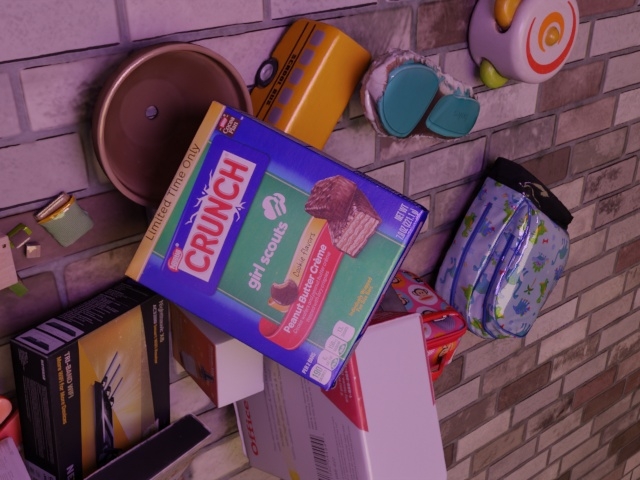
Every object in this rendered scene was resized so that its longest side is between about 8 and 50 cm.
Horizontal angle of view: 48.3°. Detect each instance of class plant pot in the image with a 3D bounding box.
[{"bbox_3d":[-0.225,-0.172,1.030,0.237,0.110,0.237,-19,123,-32],"label":"plant pot"}]

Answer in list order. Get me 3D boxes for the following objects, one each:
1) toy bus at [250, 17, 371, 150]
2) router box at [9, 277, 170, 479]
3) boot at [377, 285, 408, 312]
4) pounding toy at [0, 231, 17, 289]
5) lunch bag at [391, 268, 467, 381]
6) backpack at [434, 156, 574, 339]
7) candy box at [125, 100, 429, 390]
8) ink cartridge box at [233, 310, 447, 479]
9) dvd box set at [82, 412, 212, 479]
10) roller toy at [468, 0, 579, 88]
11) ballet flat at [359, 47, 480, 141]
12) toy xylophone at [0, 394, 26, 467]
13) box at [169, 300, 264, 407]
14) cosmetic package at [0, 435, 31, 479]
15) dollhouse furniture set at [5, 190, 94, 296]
[{"bbox_3d":[-0.059,-0.180,1.145,0.108,0.130,0.333,25,96,-44],"label":"toy bus"},{"bbox_3d":[-0.344,0.241,1.114,0.243,0.081,0.309,-34,135,-53],"label":"router box"},{"bbox_3d":[0.118,0.077,1.310,0.189,0.208,0.076,-36,128,5],"label":"boot"},{"bbox_3d":[-0.492,0.013,0.913,0.130,0.141,0.100,-28,129,-43],"label":"pounding toy"},{"bbox_3d":[0.135,0.180,1.403,0.293,0.258,0.120,-10,131,-37],"label":"lunch bag"},{"bbox_3d":[0.406,0.044,1.588,0.355,0.273,0.290,-49,142,10],"label":"backpack"},{"bbox_3d":[-0.056,0.001,0.966,0.268,0.317,0.122,-63,170,6],"label":"candy box"},{"bbox_3d":[0.007,0.263,1.215,0.160,0.384,0.279,-13,95,-36],"label":"ink cartridge box"},{"bbox_3d":[-0.369,0.486,1.141,0.420,0.062,0.307,-54,168,16],"label":"dvd box set"},{"bbox_3d":[0.399,-0.409,1.384,0.191,0.146,0.209,-30,128,-24],"label":"roller toy"},{"bbox_3d":[0.147,-0.246,1.226,0.409,0.147,0.147,3,112,-60],"label":"ballet flat"},{"bbox_3d":[-0.570,0.289,1.016,0.236,0.081,0.322,-54,134,-2],"label":"toy xylophone"},{"bbox_3d":[-0.177,0.175,1.211,0.091,0.170,0.130,-16,121,-32],"label":"box"},{"bbox_3d":[-0.422,0.371,0.955,0.099,0.239,0.060,-24,125,-27],"label":"cosmetic package"},{"bbox_3d":[-0.393,0.005,1.023,0.151,0.058,0.076,-43,133,-13],"label":"dollhouse furniture set"}]
